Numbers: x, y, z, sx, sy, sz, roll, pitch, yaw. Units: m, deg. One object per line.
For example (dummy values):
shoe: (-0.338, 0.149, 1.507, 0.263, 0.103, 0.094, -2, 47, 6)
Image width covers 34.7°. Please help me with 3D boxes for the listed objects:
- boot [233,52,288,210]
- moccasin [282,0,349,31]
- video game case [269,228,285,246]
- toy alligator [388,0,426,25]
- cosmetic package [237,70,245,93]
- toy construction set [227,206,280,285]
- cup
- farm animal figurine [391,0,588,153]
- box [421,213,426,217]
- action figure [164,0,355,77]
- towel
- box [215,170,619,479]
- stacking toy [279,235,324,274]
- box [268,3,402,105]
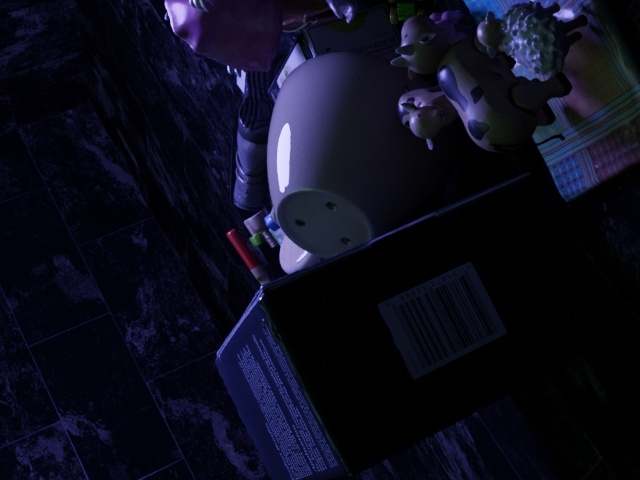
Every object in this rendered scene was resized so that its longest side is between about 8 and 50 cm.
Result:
boot: (-0.123, -0.232, 2.134, 0.338, 0.118, 0.222, -69, -7, -49)
moccasin: (-0.008, -0.438, 1.802, 0.147, 0.139, 0.380, 34, 150, -25)
video game case: (-0.016, 0.023, 2.308, 0.212, 0.023, 0.193, 55, 148, 3)
toy alligator: (0.137, -0.406, 1.632, 0.051, 0.056, 0.189, -71, -22, -52)
cosmetic package: (-0.116, -0.331, 2.364, 0.239, 0.060, 0.099, 55, 156, 30)
toy construction set: (0.000, 0.000, 2.102, 0.237, 0.309, 0.257, 57, -172, -4)
cup: (0.044, -0.106, 1.692, 0.331, 0.237, 0.331, 15, 143, 12)
farm animal figurine: (0.188, -0.227, 1.396, 0.327, 0.172, 0.330, 51, 157, 35)
box: (0.142, -0.089, 1.921, 0.058, 0.087, 0.232, 39, 148, 58)
action figure: (-0.094, -0.440, 1.654, 0.370, 0.248, 0.275, -46, 39, 49)
towel: (0.311, -0.250, 1.364, 0.370, 0.040, 0.271, 64, 161, 6)
box: (0.125, 0.169, 1.657, 0.297, 0.480, 0.472, 64, 161, 8)
stacking toy: (0.088, 0.067, 1.979, 0.330, 0.141, 0.141, 30, 177, -27)
box: (0.023, -0.311, 1.865, 0.087, 0.169, 0.290, 67, 162, 7)
